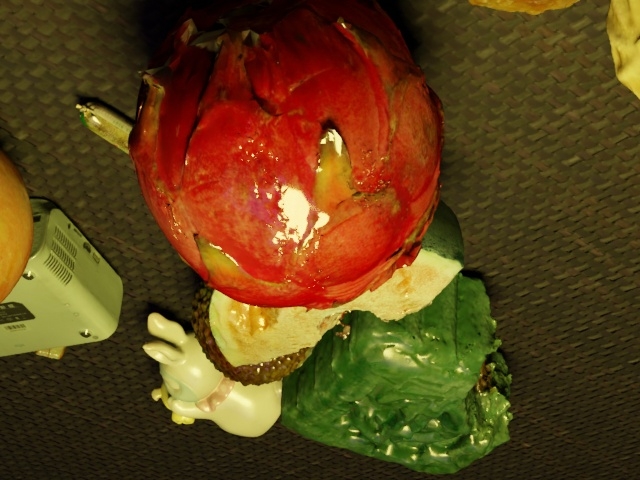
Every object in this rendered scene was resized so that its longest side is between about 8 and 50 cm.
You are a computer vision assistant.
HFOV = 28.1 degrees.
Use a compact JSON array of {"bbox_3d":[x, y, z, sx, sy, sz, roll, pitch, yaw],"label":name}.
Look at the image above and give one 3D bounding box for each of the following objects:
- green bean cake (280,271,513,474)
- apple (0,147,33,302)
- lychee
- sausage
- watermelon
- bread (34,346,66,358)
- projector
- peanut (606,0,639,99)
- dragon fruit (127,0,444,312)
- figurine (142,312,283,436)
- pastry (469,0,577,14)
[{"bbox_3d":[0.130,0.174,1.690,0.300,0.169,0.308,18,143,-20],"label":"green bean cake"},{"bbox_3d":[-0.443,-0.024,1.391,0.253,0.254,0.253,2,147,2],"label":"apple"},{"bbox_3d":[-0.088,0.099,1.611,0.171,0.171,0.171,2,147,2],"label":"lychee"},{"bbox_3d":[-0.169,-0.087,1.440,0.032,0.033,0.269,-24,138,35],"label":"sausage"},{"bbox_3d":[-0.003,-0.003,1.420,0.321,0.188,0.175,-21,136,22],"label":"watermelon"},{"bbox_3d":[-0.369,0.119,1.758,0.043,0.062,0.109,19,-174,-19],"label":"bread"},{"bbox_3d":[-0.405,0.055,1.608,0.250,0.108,0.198,-8,144,18],"label":"projector"},{"bbox_3d":[0.310,-0.254,0.980,0.153,0.140,0.325,-5,117,-38],"label":"peanut"},{"bbox_3d":[-0.029,-0.091,1.201,0.295,0.296,0.302,-9,119,18],"label":"dragon fruit"},{"bbox_3d":[-0.170,0.185,1.780,0.235,0.127,0.155,28,154,-27],"label":"figurine"},{"bbox_3d":[0.181,-0.273,1.071,0.182,0.093,0.192,-23,138,30],"label":"pastry"}]
